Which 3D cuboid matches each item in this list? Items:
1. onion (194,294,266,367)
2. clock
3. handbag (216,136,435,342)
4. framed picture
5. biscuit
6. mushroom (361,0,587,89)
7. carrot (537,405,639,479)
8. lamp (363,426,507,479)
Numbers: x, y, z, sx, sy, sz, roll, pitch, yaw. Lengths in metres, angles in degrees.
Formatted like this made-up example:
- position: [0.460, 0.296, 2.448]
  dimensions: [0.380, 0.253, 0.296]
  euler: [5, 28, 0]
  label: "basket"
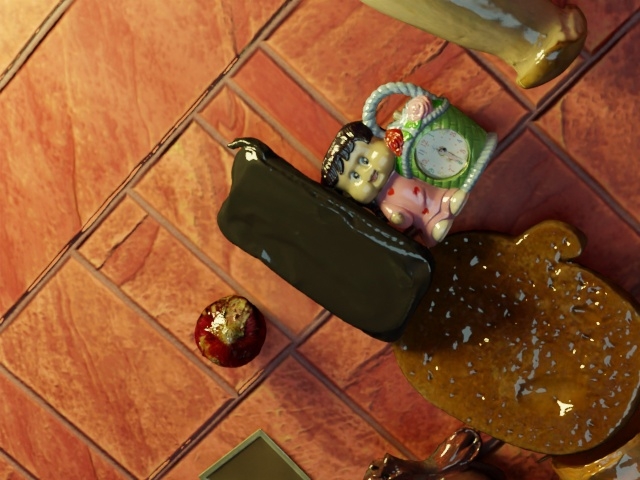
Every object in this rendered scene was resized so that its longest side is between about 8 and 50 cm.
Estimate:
- position: [-0.129, 0.133, 1.744]
  dimensions: [0.107, 0.097, 0.107]
  euler: [-5, 71, 15]
  label: "onion"
- position: [0.114, -0.111, 1.611]
  dimensions: [0.195, 0.100, 0.194]
  euler: [26, 108, -4]
  label: "clock"
- position: [-0.003, -0.001, 1.636]
  dimensions: [0.332, 0.075, 0.191]
  euler: [34, 139, 10]
  label: "handbag"
- position: [-0.081, 0.393, 1.875]
  dimensions: [0.142, 0.011, 0.183]
  euler: [-40, 99, 20]
  label: "framed picture"
- position: [0.273, 0.118, 1.633]
  dimensions: [0.367, 0.063, 0.314]
  euler: [24, 102, 24]
  label: "biscuit"
- position: [0.141, -0.331, 1.506]
  dimensions: [0.407, 0.137, 0.154]
  euler: [37, 99, 1]
  label: "mushroom"
- position: [0.493, 0.384, 1.674]
  dimensions: [0.224, 0.224, 0.340]
  euler: [-36, 96, 19]
  label: "carrot"
- position: [0.183, 0.392, 1.758]
  dimensions: [0.215, 0.151, 0.223]
  euler: [-23, 81, -24]
  label: "lamp"
